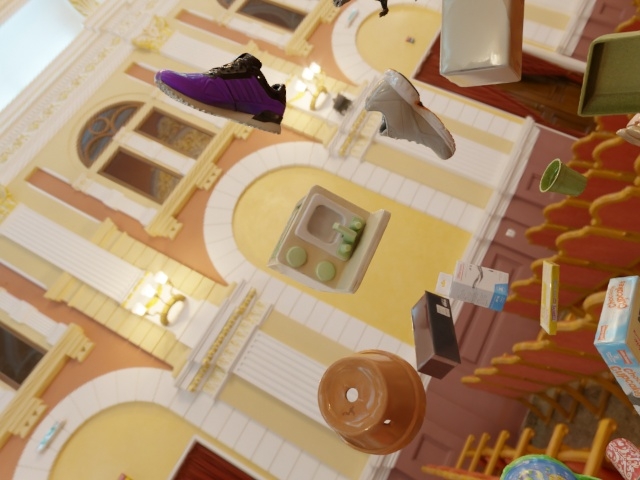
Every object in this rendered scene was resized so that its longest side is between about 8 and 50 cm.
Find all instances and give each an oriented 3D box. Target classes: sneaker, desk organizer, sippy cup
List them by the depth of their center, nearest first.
[{"bbox_3d":[0.178,0.146,0.726,0.130,0.047,0.050,-83,18,-51],"label":"desk organizer"},{"bbox_3d":[-0.196,-0.332,0.978,0.293,0.102,0.146,10,-75,-38],"label":"sneaker"},{"bbox_3d":[0.200,-0.263,1.063,0.121,0.262,0.099,-43,25,13],"label":"sneaker"},{"bbox_3d":[0.602,0.718,1.216,0.305,0.240,0.224,-59,-16,2],"label":"sippy cup"}]

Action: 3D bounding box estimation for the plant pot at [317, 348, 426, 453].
[{"bbox_3d":[0.124,0.433,1.274,0.290,0.291,0.203,-62,-34,-9],"label":"plant pot"}]

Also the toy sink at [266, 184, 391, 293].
[{"bbox_3d":[0.000,0.000,0.831,0.152,0.131,0.234,-65,12,-10],"label":"toy sink"}]

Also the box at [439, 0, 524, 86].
[{"bbox_3d":[0.298,-0.453,0.839,0.148,0.121,0.311,-14,-75,-58],"label":"box"}]

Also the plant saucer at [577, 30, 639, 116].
[{"bbox_3d":[0.571,-0.303,0.817,0.188,0.188,0.045,54,-136,-55],"label":"plant saucer"}]

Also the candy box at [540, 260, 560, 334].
[{"bbox_3d":[0.686,0.168,1.384,0.105,0.027,0.205,-27,-62,-78],"label":"candy box"}]

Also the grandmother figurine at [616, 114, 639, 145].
[{"bbox_3d":[0.914,-0.412,1.189,0.342,0.104,0.208,-59,0,12],"label":"grandmother figurine"}]

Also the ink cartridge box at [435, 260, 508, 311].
[{"bbox_3d":[0.419,0.119,1.280,0.104,0.180,0.060,-58,-22,-51],"label":"ink cartridge box"}]

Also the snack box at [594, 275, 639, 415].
[{"bbox_3d":[0.670,0.252,0.938,0.060,0.322,0.187,-19,23,50],"label":"snack box"}]

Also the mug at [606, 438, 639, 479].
[{"bbox_3d":[1.021,0.723,1.471,0.169,0.150,0.113,-87,1,-79],"label":"mug"}]

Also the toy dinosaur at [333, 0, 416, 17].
[{"bbox_3d":[0.183,-0.716,1.259,0.314,0.160,0.121,-33,-6,-18],"label":"toy dinosaur"}]

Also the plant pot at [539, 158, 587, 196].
[{"bbox_3d":[0.578,-0.140,1.090,0.083,0.079,0.083,20,-90,-88],"label":"plant pot"}]
